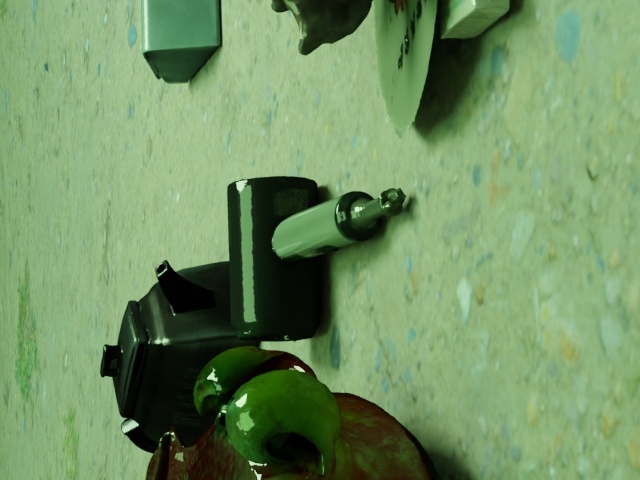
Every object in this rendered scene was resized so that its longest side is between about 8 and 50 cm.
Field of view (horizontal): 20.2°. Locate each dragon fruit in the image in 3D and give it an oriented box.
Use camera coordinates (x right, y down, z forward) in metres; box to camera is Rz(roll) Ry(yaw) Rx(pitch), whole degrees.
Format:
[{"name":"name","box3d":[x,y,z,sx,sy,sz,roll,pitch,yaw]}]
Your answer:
[{"name":"dragon fruit","box3d":[-0.012,0.187,0.926,0.268,0.130,0.295,-109,27,-46]}]

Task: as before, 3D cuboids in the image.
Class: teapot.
[{"name":"teapot","box3d":[-0.108,0.085,1.278,0.087,0.096,0.177,-111,28,-48]}]

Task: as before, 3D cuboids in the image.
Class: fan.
[{"name":"fan","box3d":[0.044,-0.214,0.971,0.190,0.009,0.329,106,163,-63]}]

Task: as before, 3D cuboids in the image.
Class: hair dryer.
[{"name":"hair dryer","box3d":[0.000,0.000,1.048,0.198,0.057,0.100,156,113,-64]}]

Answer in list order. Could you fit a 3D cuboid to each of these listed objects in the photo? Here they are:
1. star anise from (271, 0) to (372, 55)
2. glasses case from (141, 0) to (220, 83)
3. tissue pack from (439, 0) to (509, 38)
[{"name":"star anise","box3d":[0.005,-0.203,0.954,0.197,0.073,0.212,-156,70,-78]},{"name":"glasses case","box3d":[-0.121,-0.265,1.415,0.105,0.056,0.266,147,123,-67]},{"name":"tissue pack","box3d":[0.073,-0.156,0.870,0.056,0.023,0.108,153,117,-73]}]
